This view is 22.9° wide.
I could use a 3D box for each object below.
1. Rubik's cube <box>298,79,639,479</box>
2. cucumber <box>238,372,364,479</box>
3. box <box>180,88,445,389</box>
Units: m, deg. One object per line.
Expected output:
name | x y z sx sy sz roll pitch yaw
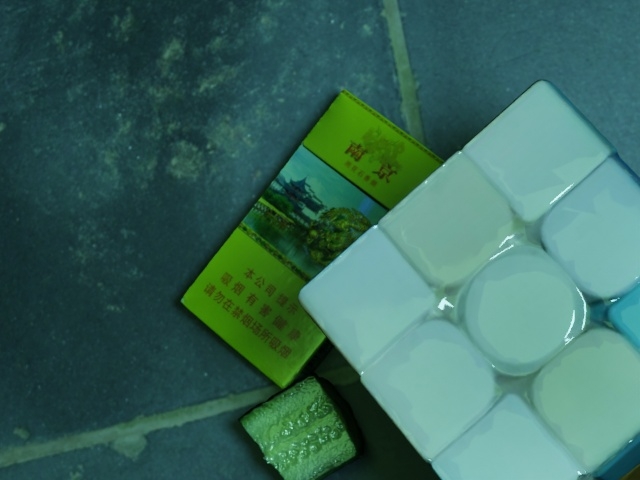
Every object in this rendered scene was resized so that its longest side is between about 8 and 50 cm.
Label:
Rubik's cube | 0.242 0.101 1.653 0.347 0.344 0.346 -40 69 4
cucumber | -0.017 0.230 1.858 0.115 0.062 0.116 -34 76 10
box | 0.000 0.000 1.919 0.187 0.047 0.335 38 90 23
